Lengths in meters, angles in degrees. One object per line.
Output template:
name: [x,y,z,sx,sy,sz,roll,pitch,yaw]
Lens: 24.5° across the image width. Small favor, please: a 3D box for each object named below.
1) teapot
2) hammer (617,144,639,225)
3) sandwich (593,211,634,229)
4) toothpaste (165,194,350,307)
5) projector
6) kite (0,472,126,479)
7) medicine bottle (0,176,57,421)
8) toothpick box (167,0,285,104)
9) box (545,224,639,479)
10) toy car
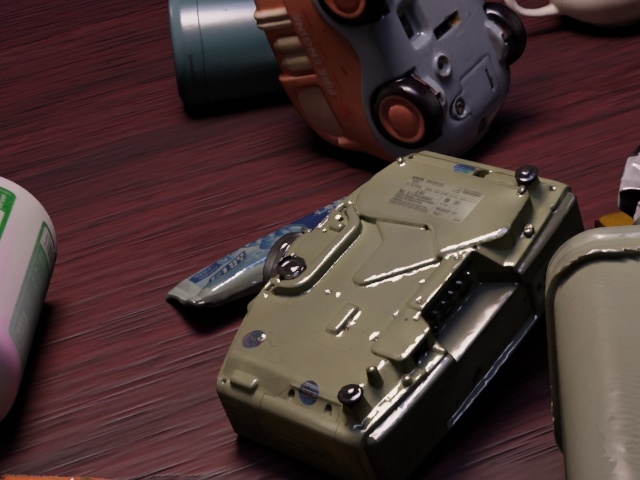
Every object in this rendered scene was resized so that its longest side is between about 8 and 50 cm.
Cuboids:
teapot: [0.305,-0.281,1.598,0.226,0.092,0.145,-17,28,-11]
hammer: [0.427,-0.009,1.065,0.427,0.044,0.152,9,36,4]
sandwich: [0.311,0.028,1.087,0.162,0.058,0.193,-13,31,-8]
toothpaste: [-0.001,-0.001,1.240,0.268,0.047,0.069,-25,46,-20]
projector: [0.047,0.040,1.061,0.193,0.088,0.269,16,52,38]
kite: [-0.125,0.231,0.897,0.327,0.013,0.377,-21,31,-23]
medicine bottle: [-0.281,0.064,1.109,0.133,0.133,0.274,-7,29,2]
toothpick box: [-0.063,-0.210,1.546,0.184,0.120,0.120,-7,29,-2]
box: [0.301,0.145,0.775,0.352,0.177,0.344,-3,33,9]
toy car: [0.044,-0.198,1.382,0.212,0.270,0.180,-6,28,45]
